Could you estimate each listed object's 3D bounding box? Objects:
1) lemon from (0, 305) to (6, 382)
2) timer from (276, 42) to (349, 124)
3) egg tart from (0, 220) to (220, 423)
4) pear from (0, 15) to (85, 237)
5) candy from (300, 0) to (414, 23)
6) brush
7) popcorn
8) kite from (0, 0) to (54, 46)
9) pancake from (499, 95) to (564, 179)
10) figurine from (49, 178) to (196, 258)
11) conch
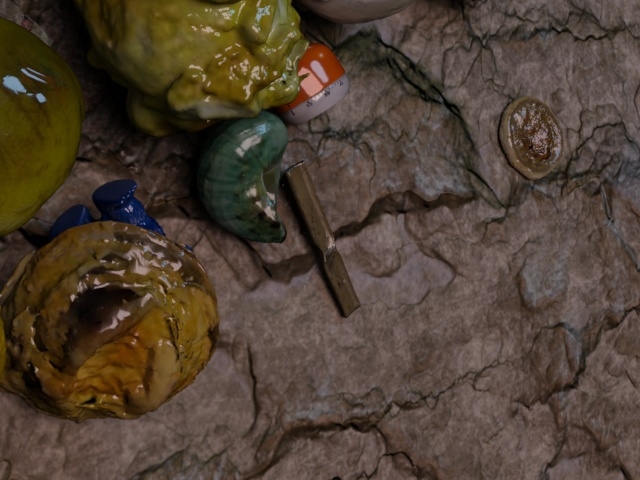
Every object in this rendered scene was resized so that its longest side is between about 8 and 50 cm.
[{"bbox_3d":[-0.445,0.123,1.213,0.192,0.192,0.231,0,100,-36],"label":"lemon"},{"bbox_3d":[-0.026,-0.244,1.630,0.136,0.099,0.136,14,71,-46],"label":"timer"},{"bbox_3d":[-0.259,0.120,1.323,0.297,0.132,0.297,-5,120,-10],"label":"egg tart"},{"bbox_3d":[-0.408,-0.127,1.235,0.321,0.269,0.269,-25,98,-50],"label":"pear"},{"bbox_3d":[0.021,-0.531,1.631,0.386,0.186,0.426,-22,95,-8],"label":"candy"},{"bbox_3d":[0.000,0.000,1.657,0.043,0.036,0.248,-33,109,-30],"label":"brush"},{"bbox_3d":[-0.163,-0.297,1.437,0.312,0.312,0.312,6,80,-35],"label":"popcorn"},{"bbox_3d":[-0.415,-0.312,1.314,0.335,0.011,0.314,-53,147,1],"label":"kite"},{"bbox_3d":[0.377,-0.184,1.960,0.152,0.025,0.151,7,78,-34],"label":"pancake"},{"bbox_3d":[-0.240,0.047,1.427,0.164,0.120,0.262,-16,116,-6],"label":"figurine"},{"bbox_3d":[-0.103,-0.097,1.541,0.176,0.122,0.188,29,64,-60],"label":"conch"}]
